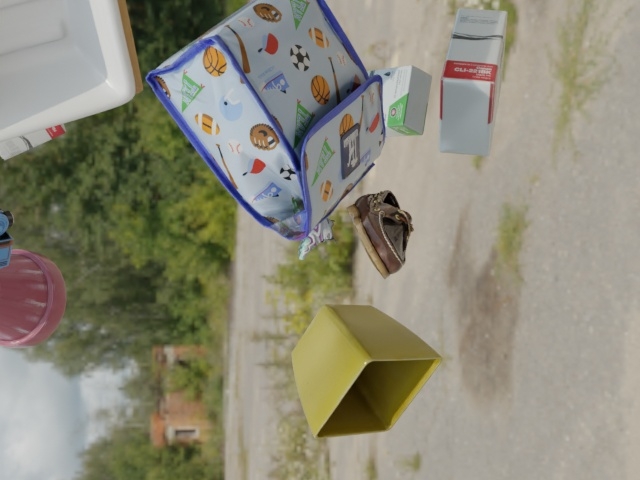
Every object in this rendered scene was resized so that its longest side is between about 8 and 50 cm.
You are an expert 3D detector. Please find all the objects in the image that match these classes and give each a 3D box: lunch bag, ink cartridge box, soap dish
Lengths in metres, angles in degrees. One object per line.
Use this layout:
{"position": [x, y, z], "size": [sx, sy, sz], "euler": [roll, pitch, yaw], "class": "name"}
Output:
{"position": [-0.056, -0.235, 1.699], "size": [0.386, 0.238, 0.328], "euler": [58, -136, -15], "class": "lunch bag"}
{"position": [0.329, -0.344, 2.034], "size": [0.197, 0.114, 0.273], "euler": [84, -164, -45], "class": "ink cartridge box"}
{"position": [0.155, -0.332, 2.296], "size": [0.208, 0.086, 0.153], "euler": [1, 79, 44], "class": "ink cartridge box"}
{"position": [-0.318, -0.243, 0.959], "size": [0.291, 0.228, 0.118], "euler": [89, 157, -52], "class": "soap dish"}
{"position": [-0.585, -0.234, 1.870], "size": [0.056, 0.135, 0.099], "euler": [70, 174, -55], "class": "ink cartridge box"}

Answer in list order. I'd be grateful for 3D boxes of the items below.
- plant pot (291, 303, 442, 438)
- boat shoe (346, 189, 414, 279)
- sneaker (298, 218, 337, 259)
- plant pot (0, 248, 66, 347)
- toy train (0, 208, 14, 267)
{"position": [0.067, 0.238, 1.844], "size": [0.187, 0.212, 0.212], "euler": [53, 123, 35], "class": "plant pot"}
{"position": [0.081, -0.018, 1.204], "size": [0.073, 0.073, 0.207], "euler": [62, -175, -22], "class": "boat shoe"}
{"position": [0.000, 0.000, 1.864], "size": [0.038, 0.069, 0.098], "euler": [-141, 72, -73], "class": "sneaker"}
{"position": [-0.641, 0.109, 1.895], "size": [0.180, 0.201, 0.202], "euler": [30, -122, -70], "class": "plant pot"}
{"position": [-0.547, 0.000, 1.417], "size": [0.080, 0.184, 0.105], "euler": [35, 121, 31], "class": "toy train"}
